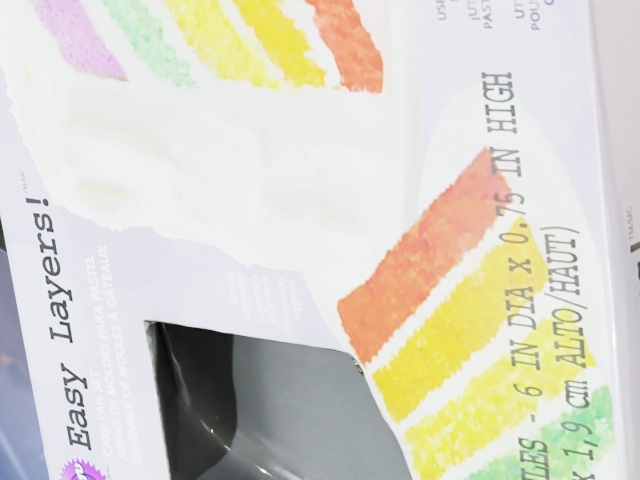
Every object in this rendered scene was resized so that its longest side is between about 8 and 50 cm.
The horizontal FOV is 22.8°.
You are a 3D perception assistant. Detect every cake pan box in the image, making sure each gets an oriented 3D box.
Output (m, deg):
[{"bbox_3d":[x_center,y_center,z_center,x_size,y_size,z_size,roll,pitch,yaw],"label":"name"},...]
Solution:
[{"bbox_3d":[0.000,0.000,0.487,0.245,0.070,0.267,9,-68,42],"label":"cake pan box"}]

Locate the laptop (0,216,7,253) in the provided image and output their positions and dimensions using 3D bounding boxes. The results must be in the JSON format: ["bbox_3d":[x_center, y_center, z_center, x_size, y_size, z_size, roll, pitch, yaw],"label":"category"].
[{"bbox_3d":[-0.006,-0.151,0.991,0.382,0.408,0.236,29,27,2],"label":"laptop"}]
